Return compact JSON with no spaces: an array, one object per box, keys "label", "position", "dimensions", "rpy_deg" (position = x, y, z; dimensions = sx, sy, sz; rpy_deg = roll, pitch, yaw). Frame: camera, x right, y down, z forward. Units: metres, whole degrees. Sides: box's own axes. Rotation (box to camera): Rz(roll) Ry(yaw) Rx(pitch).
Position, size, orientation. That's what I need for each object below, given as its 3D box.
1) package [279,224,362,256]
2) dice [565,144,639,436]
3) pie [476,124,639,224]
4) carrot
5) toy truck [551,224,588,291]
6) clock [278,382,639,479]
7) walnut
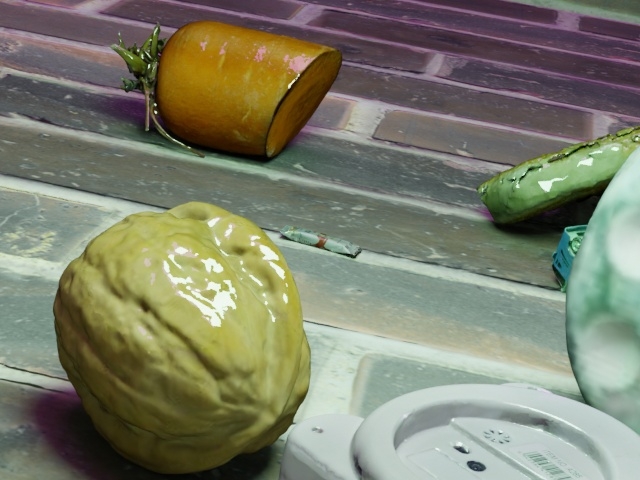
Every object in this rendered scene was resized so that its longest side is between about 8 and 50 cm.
[{"label":"package","position":[0.000,0.000,1.780],"dimensions":[0.110,0.015,0.037],"rpy_deg":[16,17,13]},{"label":"dice","position":[0.478,0.064,1.385],"dimensions":[0.348,0.330,0.328],"rpy_deg":[-12,29,-39]},{"label":"pie","position":[0.405,-0.103,1.959],"dimensions":[0.296,0.078,0.371],"rpy_deg":[-20,-4,39]},{"label":"carrot","position":[-0.153,-0.233,2.068],"dimensions":[0.331,0.214,0.193],"rpy_deg":[17,5,13]},{"label":"toy truck","position":[0.368,0.061,1.720],"dimensions":[0.067,0.081,0.175],"rpy_deg":[-5,44,-30]},{"label":"clock","position":[0.155,0.226,1.151],"dimensions":[0.322,0.113,0.296],"rpy_deg":[-9,28,-41]},{"label":"walnut","position":[-0.120,0.091,1.238],"dimensions":[0.257,0.257,0.224],"rpy_deg":[24,-6,34]}]
